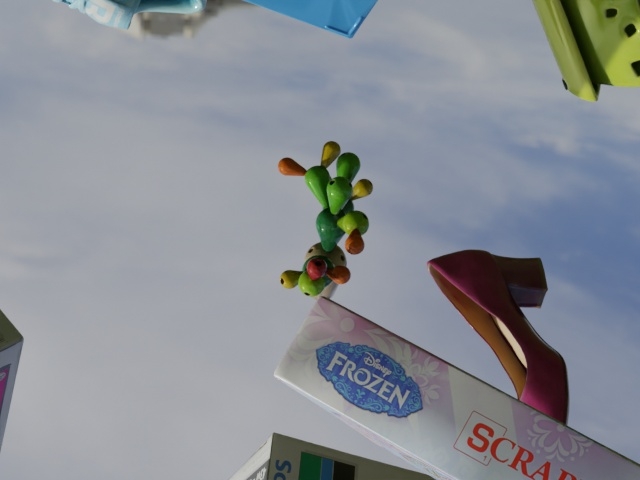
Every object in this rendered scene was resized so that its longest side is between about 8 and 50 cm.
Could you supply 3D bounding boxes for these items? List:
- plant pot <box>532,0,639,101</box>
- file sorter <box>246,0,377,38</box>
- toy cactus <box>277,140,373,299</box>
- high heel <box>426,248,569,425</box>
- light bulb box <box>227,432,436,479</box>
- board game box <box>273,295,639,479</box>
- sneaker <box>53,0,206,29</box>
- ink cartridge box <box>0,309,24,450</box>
[{"bbox_3d":[0.403,-0.320,1.577,0.207,0.227,0.228,-19,-163,21],"label":"plant pot"},{"bbox_3d":[-0.025,-0.269,0.992,0.170,0.118,0.104,16,-132,-22],"label":"file sorter"},{"bbox_3d":[0.000,0.000,1.340,0.112,0.180,0.219,5,-134,-3],"label":"toy cactus"},{"bbox_3d":[0.262,0.172,1.775,0.181,0.127,0.377,1,-135,-3],"label":"high heel"},{"bbox_3d":[-0.002,0.554,2.163,0.361,0.358,0.225,19,-127,-17],"label":"light bulb box"},{"bbox_3d":[0.154,0.173,0.843,0.318,0.066,0.318,27,171,21],"label":"board game box"},{"bbox_3d":[-0.323,-0.374,1.679,0.366,0.135,0.150,-10,-113,-26],"label":"sneaker"},{"bbox_3d":[-0.460,0.177,1.467,0.069,0.371,0.176,-30,-114,-37],"label":"ink cartridge box"}]
